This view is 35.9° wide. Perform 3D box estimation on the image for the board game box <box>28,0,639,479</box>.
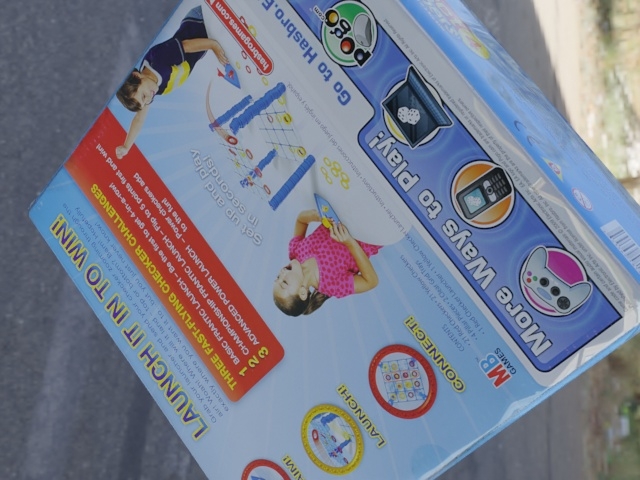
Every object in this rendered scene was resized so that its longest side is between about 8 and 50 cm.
[{"bbox_3d":[0.000,0.000,0.597,0.308,0.302,0.086,53,32,13],"label":"board game box"}]
